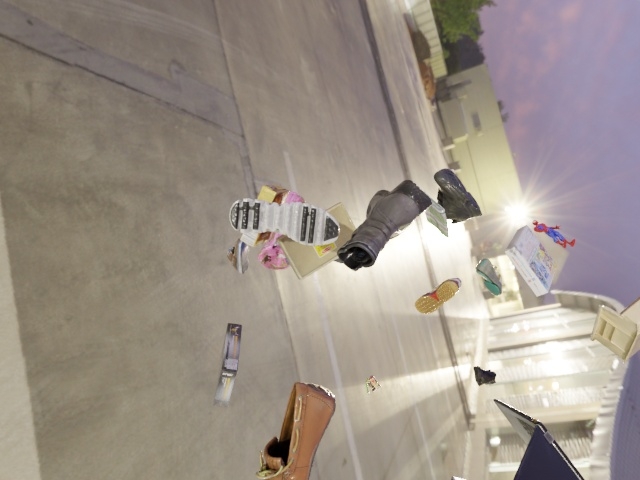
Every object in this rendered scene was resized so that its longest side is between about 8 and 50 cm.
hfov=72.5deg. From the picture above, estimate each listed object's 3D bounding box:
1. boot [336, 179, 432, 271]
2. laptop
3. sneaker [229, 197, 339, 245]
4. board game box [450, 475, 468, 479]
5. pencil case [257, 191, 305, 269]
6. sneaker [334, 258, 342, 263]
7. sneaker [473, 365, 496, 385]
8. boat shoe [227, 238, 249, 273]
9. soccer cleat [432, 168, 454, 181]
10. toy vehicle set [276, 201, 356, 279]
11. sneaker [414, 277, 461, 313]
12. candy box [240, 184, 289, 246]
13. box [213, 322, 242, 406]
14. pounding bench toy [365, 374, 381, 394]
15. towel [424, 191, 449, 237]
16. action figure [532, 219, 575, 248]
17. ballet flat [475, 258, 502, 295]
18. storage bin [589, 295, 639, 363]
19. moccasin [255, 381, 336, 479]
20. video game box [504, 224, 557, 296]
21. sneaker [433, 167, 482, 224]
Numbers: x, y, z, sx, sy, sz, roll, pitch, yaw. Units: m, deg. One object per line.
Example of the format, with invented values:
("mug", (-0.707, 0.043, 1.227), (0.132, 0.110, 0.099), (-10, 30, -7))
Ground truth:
("boot", (0.122, -0.022, 1.086), (0.118, 0.223, 0.338), (44, -11, 3))
("laptop", (0.588, 0.692, 1.160), (0.382, 0.236, 0.408), (54, -6, 3))
("sneaker", (-0.092, -0.056, 1.179), (0.118, 0.291, 0.110), (-120, -138, -84))
("board game box", (0.338, 0.529, 0.828), (0.170, 0.141, 0.048), (179, -72, -87))
("pencil case", (-0.177, -0.050, 2.046), (0.160, 0.167, 0.386), (40, 45, -32))
("sneaker", (0.051, 0.073, 1.947), (0.098, 0.223, 0.083), (65, 37, -56))
("sneaker", (0.707, 0.572, 1.863), (0.051, 0.089, 0.170), (-107, 176, -47))
("boat shoe", (-0.297, 0.052, 1.553), (0.066, 0.066, 0.183), (-58, 167, -39))
("soccer cleat", (0.463, -0.248, 1.646), (0.036, 0.083, 0.029), (48, 25, -26))
("toy vehicle set", (0.000, 0.000, 1.518), (0.166, 0.266, 0.035), (62, -17, -9))
("sneaker", (0.407, 0.190, 1.496), (0.083, 0.185, 0.070), (-22, 76, -49))
("candy box", (-0.170, -0.077, 1.345), (0.187, 0.053, 0.109), (-64, 168, 16))
("box", (-0.331, 0.442, 1.563), (0.231, 0.056, 0.183), (-99, -157, -59))
("pounding bench toy", (0.250, 0.724, 2.186), (0.065, 0.083, 0.052), (52, -1, 7))
("towel", (0.375, -0.081, 1.435), (0.113, 0.023, 0.152), (53, -5, 40))
("action figure", (0.533, -0.020, 1.010), (0.115, 0.038, 0.030), (-126, -155, -60))
("ballet flat", (0.618, 0.131, 1.565), (0.072, 0.068, 0.213), (32, -7, 46))
("storage bin", (1.001, 0.214, 1.356), (0.123, 0.262, 0.260), (49, -8, 42))
("moccasin", (-0.089, 0.541, 1.089), (0.380, 0.146, 0.139), (-67, -161, 3))
("video game box", (0.726, 0.064, 1.499), (0.187, 0.048, 0.205), (53, 42, 3))
("sneaker", (0.443, -0.133, 1.481), (0.286, 0.130, 0.109), (37, 32, -41))
